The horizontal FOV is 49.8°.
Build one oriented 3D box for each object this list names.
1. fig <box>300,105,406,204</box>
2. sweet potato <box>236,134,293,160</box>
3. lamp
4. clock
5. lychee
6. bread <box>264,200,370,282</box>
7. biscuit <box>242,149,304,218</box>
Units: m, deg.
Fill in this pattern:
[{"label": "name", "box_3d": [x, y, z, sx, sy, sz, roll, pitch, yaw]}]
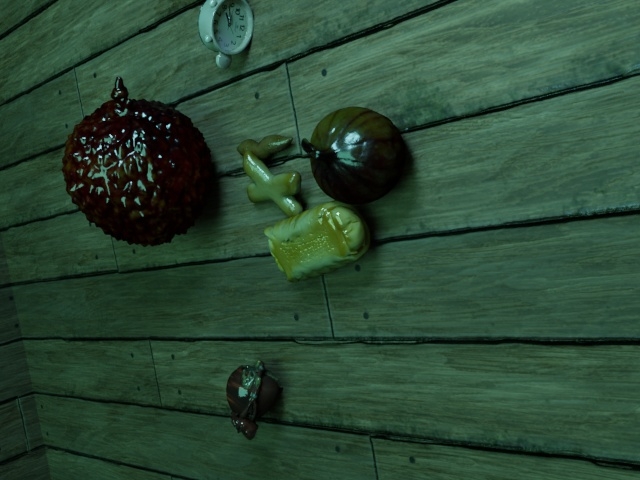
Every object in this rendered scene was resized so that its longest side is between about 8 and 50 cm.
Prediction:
[{"label": "fig", "box_3d": [0.078, -0.192, 1.596, 0.234, 0.214, 0.235, 6, 111, 15]}, {"label": "sweet potato", "box_3d": [-0.151, -0.251, 1.877, 0.218, 0.051, 0.065, -2, 112, 41]}, {"label": "lamp", "box_3d": [-0.212, 0.449, 2.009, 0.151, 0.215, 0.223, 34, 89, -4]}, {"label": "clock", "box_3d": [-0.253, -0.573, 1.827, 0.063, 0.155, 0.229, 20, 109, 37]}, {"label": "lychee", "box_3d": [-0.516, -0.218, 1.949, 0.424, 0.424, 0.500, 15, 131, 38]}, {"label": "bread", "box_3d": [0.000, 0.000, 1.746, 0.311, 0.121, 0.173, -19, 97, 44]}, {"label": "biscuit", "box_3d": [-0.128, -0.141, 1.853, 0.207, 0.047, 0.164, 25, 135, 35]}]
